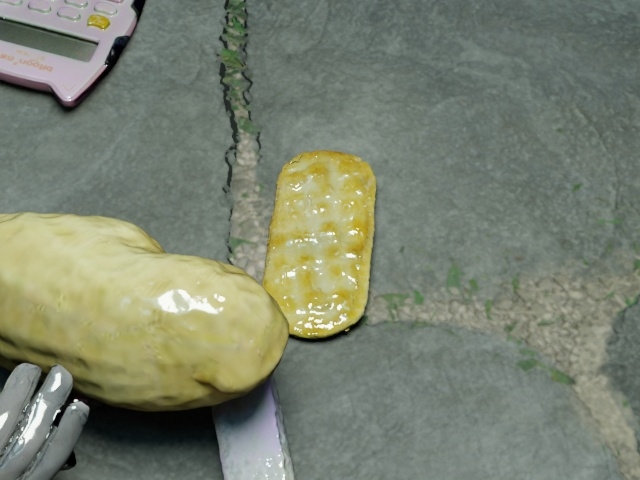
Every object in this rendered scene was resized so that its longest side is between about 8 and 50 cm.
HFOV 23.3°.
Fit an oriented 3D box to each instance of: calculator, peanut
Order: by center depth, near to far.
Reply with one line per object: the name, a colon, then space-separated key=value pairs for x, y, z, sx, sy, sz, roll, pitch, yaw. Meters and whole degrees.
peanut: x=-0.207 y=0.070 z=1.565 sx=0.387 sy=0.169 sz=0.192 roll=16 pitch=32 yaw=26
calculator: x=-0.315 y=-0.282 z=1.884 sx=0.194 sy=0.043 sz=0.294 roll=14 pitch=55 yaw=8

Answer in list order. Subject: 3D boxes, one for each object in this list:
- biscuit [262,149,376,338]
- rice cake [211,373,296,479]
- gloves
biscuit: x=0.000 y=0.000 z=1.722 sx=0.118 sy=0.029 sz=0.247 roll=5 pitch=58 yaw=2
rice cake: x=-0.055 y=0.246 z=1.545 sx=0.070 sy=0.064 sz=0.399 roll=-17 pitch=60 yaw=5
gloves: x=-0.345 y=0.219 z=1.498 sx=0.285 sy=0.142 sz=0.119 roll=-32 pitch=54 yaw=9
